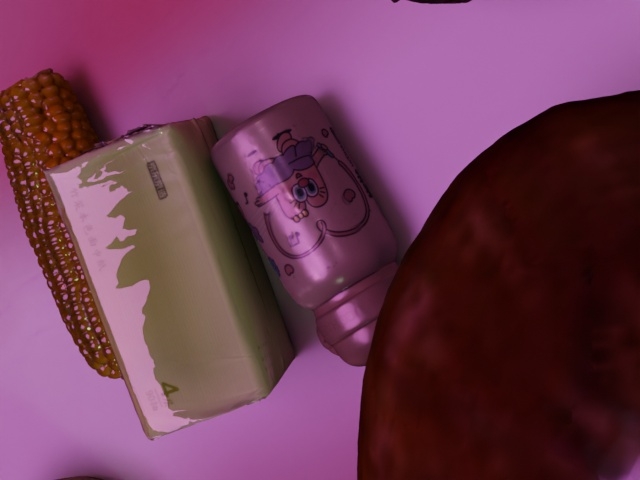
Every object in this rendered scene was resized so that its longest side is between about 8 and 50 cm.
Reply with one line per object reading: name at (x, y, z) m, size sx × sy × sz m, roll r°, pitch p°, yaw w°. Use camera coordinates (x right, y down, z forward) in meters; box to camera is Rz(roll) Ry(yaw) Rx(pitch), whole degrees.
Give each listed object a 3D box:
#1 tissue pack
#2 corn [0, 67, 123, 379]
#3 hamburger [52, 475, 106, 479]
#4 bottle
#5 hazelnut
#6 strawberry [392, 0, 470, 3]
tissue pack at (-0.117, 0.023, 1.188) m, size 0.125 × 0.159 × 0.234 m, roll -20°, pitch 93°, yaw 8°
corn at (-0.215, 0.000, 1.322) m, size 0.101 × 0.101 × 0.310 m, roll -24°, pitch 92°, yaw 43°
hamburger at (-0.255, 0.384, 1.454) m, size 0.300 × 0.176 × 0.300 m, roll 16°, pitch 115°, yaw 37°
bottle at (0.000, 0.000, 1.139) m, size 0.110 × 0.097 × 0.209 m, roll -35°, pitch 82°, yaw 51°
hazelnut at (0.196, 0.117, 0.819) m, size 0.352 × 0.421 × 0.421 m, roll 34°, pitch 133°, yaw -14°
strawberry at (0.086, -0.321, 0.922) m, size 0.265 × 0.149 × 0.336 m, roll 6°, pitch 100°, yaw 46°
